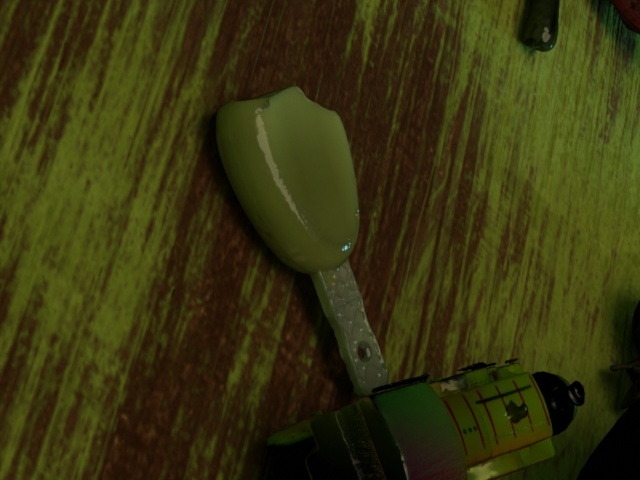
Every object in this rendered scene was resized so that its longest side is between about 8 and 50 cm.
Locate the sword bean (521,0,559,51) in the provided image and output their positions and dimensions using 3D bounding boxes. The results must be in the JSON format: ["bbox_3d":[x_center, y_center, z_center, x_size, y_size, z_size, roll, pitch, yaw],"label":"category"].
[{"bbox_3d":[0.230,-0.303,1.791,0.043,0.038,0.269,36,53,-43],"label":"sword bean"}]

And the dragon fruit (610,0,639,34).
[{"bbox_3d":[0.362,-0.314,1.874,0.189,0.163,0.262,-31,107,-15],"label":"dragon fruit"}]

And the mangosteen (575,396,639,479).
[{"bbox_3d":[0.391,0.271,1.541,0.435,0.382,0.382,-49,116,-74],"label":"mangosteen"}]

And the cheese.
[{"bbox_3d":[0.000,0.000,1.402,0.127,0.050,0.255,-29,100,-52],"label":"cheese"}]

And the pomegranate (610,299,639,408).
[{"bbox_3d":[0.346,0.096,1.730,0.159,0.129,0.129,-14,86,-7],"label":"pomegranate"}]

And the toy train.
[{"bbox_3d":[0.088,0.154,1.362,0.296,0.160,0.100,-10,77,-51],"label":"toy train"}]
